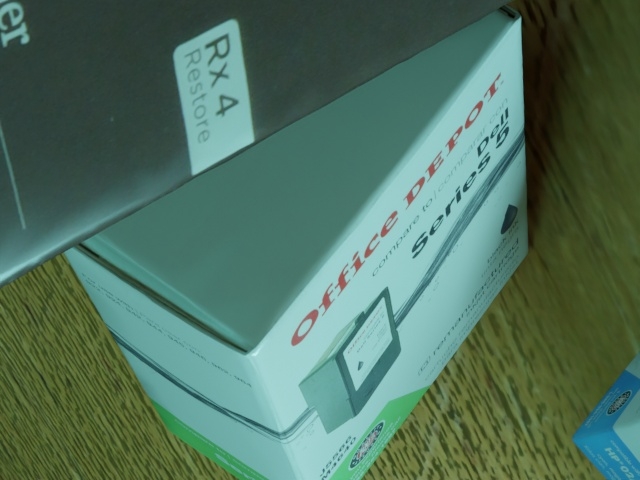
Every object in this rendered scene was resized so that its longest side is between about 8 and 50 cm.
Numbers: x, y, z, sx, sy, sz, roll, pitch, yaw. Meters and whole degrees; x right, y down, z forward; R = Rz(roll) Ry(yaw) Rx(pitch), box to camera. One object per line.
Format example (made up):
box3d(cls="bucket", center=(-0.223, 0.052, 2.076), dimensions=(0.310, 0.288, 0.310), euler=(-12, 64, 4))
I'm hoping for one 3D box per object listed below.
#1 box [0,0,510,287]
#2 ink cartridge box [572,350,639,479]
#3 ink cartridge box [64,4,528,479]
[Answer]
box3d(cls="box", center=(-0.059, -0.128, 0.560), dimensions=(0.143, 0.381, 0.191), euler=(27, 138, 41))
box3d(cls="ink cartridge box", center=(0.216, 0.068, 0.950), dimensions=(0.061, 0.104, 0.181), euler=(49, 149, -9))
box3d(cls="ink cartridge box", center=(0.000, 0.000, 0.964), dimensions=(0.115, 0.198, 0.273), euler=(33, 165, 18))
